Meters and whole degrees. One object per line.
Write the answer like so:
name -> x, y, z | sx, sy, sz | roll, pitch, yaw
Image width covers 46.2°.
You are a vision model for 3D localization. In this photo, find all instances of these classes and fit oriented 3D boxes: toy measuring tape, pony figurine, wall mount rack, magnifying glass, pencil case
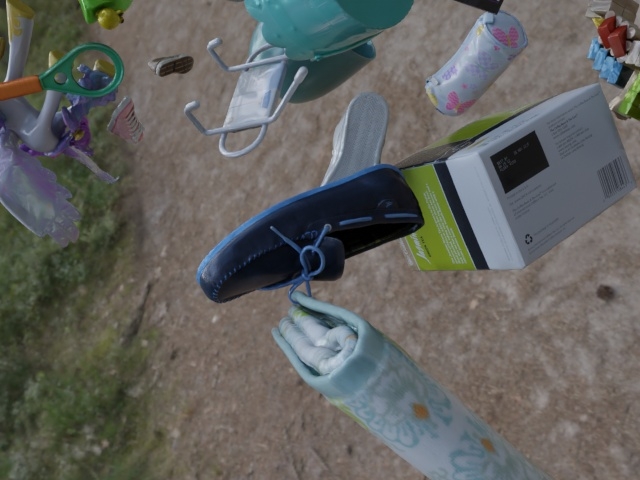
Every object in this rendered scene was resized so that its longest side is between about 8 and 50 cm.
toy measuring tape -> -0.456, -0.566, 1.537 | 0.121, 0.121, 0.330 | -39, 64, 39
pony figurine -> -0.538, -0.208, 1.417 | 0.363, 0.351, 0.302 | -49, 16, 26
wall mount rack -> -0.118, -0.345, 1.556 | 0.304, 0.130, 0.349 | -8, 51, 26
magnifying glass -> -0.448, -0.272, 1.267 | 0.026, 0.231, 0.092 | -121, 18, -55
pencil case -> 0.351, -0.403, 1.715 | 0.113, 0.124, 0.273 | -57, 6, -34

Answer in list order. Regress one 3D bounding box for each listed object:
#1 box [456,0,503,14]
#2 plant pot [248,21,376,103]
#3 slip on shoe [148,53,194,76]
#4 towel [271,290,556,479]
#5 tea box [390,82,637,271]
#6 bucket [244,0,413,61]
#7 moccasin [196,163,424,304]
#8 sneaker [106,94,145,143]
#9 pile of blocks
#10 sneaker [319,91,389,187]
box -> 0.219, -0.397, 1.003 | 0.029, 0.116, 0.162 | -114, 41, -56
plant pot -> -0.044, -0.495, 1.923 | 0.235, 0.293, 0.292 | -40, 39, 27
slip on shoe -> -0.361, -0.428, 1.820 | 0.041, 0.135, 0.051 | 29, 125, 19
towel -> 0.104, 0.190, 0.868 | 0.090, 0.321, 0.374 | -53, 11, -4
tea box -> 0.337, -0.110, 1.413 | 0.329, 0.219, 0.324 | -30, 12, -26
bucket -> 0.020, -0.450, 1.246 | 0.183, 0.281, 0.281 | 0, 70, 48
moccasin -> 0.000, 0.000, 1.028 | 0.116, 0.342, 0.137 | 54, 161, 20
sneaker -> -0.370, -0.232, 1.461 | 0.051, 0.070, 0.134 | -61, 14, -25
pile of blocks -> 0.545, -0.316, 1.349 | 0.149, 0.113, 0.362 | -46, 48, 35
sneaker -> 0.058, -0.124, 1.390 | 0.169, 0.108, 0.292 | -92, 20, -83
